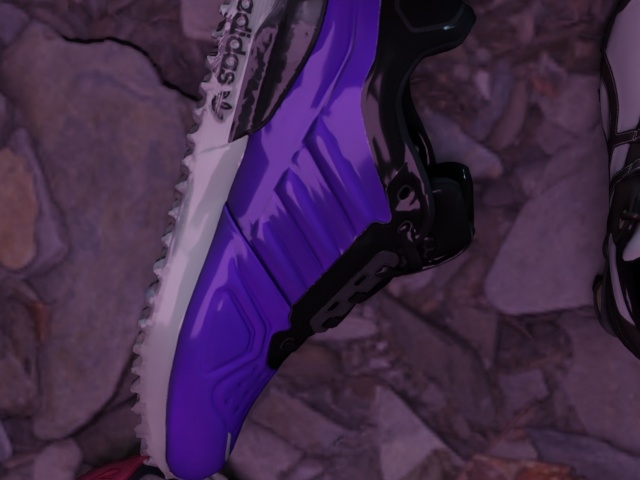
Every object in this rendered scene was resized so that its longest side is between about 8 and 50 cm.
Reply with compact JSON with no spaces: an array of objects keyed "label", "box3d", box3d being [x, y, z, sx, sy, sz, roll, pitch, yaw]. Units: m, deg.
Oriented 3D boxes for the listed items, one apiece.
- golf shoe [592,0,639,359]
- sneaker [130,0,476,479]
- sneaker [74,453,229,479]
[{"label":"golf shoe","box3d":[0.173,-0.033,0.607,0.077,0.094,0.198,-1,106,6]},{"label":"sneaker","box3d":[0.000,0.000,0.625,0.146,0.102,0.293,15,108,-1]},{"label":"sneaker","box3d":[-0.057,0.254,0.704,0.120,0.112,0.299,-20,104,10]}]
